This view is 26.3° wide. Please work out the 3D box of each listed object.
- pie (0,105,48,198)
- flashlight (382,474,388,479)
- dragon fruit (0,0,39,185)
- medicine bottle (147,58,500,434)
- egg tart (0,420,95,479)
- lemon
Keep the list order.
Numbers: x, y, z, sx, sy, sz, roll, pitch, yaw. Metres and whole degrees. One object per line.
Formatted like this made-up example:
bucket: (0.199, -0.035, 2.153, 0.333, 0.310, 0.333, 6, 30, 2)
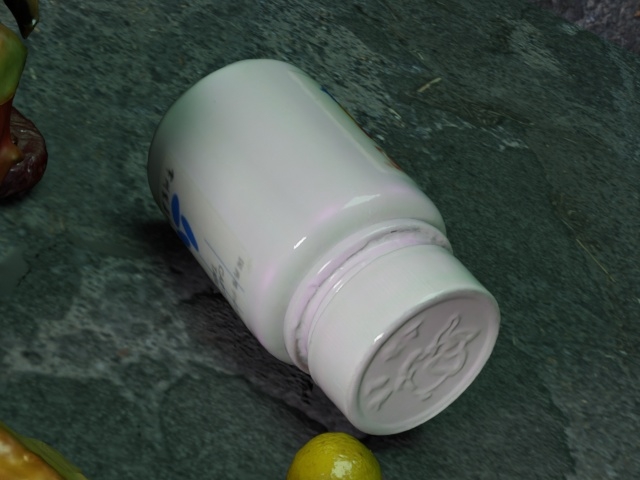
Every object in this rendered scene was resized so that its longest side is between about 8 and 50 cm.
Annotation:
pie: (-0.285, -0.083, 1.072, 0.154, 0.036, 0.154, 23, 25, -11)
flashlight: (0.044, 0.188, 0.895, 0.031, 0.052, 0.110, -19, 32, -10)
dragon fruit: (-0.292, -0.076, 0.809, 0.226, 0.305, 0.305, 49, 16, -24)
medicine bottle: (0.000, 0.000, 1.043, 0.170, 0.170, 0.293, 4, 33, -42)
egg tart: (-0.223, 0.168, 0.546, 0.341, 0.129, 0.341, 22, 27, -12)
lemon: (0.008, 0.157, 0.880, 0.062, 0.062, 0.083, 27, 22, -2)
